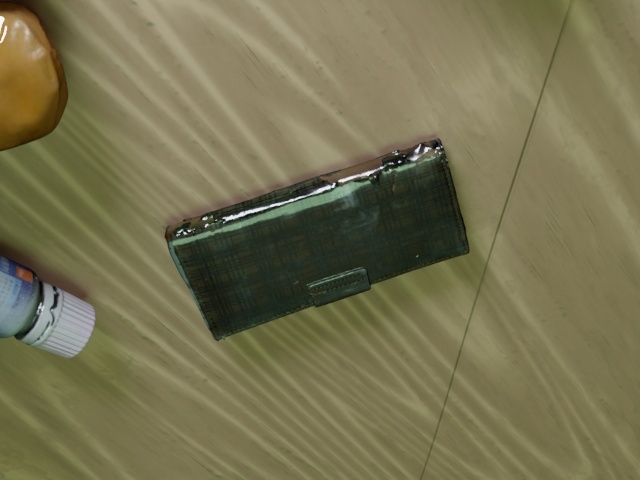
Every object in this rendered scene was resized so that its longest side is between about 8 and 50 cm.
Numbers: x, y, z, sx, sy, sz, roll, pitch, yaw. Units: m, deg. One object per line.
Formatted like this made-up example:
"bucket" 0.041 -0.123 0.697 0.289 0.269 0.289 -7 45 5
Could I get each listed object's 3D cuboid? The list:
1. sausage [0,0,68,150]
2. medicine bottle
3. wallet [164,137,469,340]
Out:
"sausage" -0.345 -0.132 1.008 0.241 0.120 0.136 -18 119 4
"medicine bottle" -0.340 0.062 1.212 0.203 0.083 0.083 32 119 -34
"wallet" 0.000 -0.001 1.264 0.317 0.044 0.169 -19 130 2
